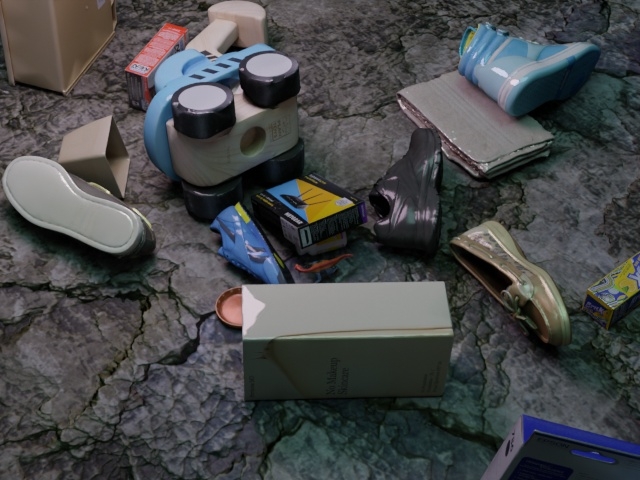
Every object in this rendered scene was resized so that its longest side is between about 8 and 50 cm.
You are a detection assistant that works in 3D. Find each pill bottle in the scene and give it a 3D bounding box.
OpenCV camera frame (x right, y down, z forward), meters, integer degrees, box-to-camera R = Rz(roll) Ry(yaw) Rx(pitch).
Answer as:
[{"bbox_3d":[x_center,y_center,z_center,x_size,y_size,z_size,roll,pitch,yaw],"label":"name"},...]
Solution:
[{"bbox_3d":[0.000,0.000,1.934,0.083,0.043,0.043,-15,49,-17],"label":"pill bottle"}]

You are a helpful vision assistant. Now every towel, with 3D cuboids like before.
[{"bbox_3d":[0.295,-0.227,2.164,0.187,0.049,0.282,-21,50,-23],"label":"towel"}]

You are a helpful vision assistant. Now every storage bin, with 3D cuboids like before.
[{"bbox_3d":[-0.505,-0.465,2.203,0.123,0.262,0.260,16,48,11],"label":"storage bin"}]

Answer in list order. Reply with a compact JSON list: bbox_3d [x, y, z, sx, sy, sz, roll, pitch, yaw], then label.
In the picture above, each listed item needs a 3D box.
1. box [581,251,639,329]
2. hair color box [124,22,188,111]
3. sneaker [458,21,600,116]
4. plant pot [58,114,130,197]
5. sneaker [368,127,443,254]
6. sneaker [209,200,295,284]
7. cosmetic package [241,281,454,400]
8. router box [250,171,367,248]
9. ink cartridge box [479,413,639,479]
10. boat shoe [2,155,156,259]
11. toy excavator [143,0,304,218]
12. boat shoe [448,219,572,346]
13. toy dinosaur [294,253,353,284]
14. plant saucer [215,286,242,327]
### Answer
[{"bbox_3d":[0.513,0.075,1.881,0.169,0.054,0.059,-30,55,-28],"label":"box"},{"bbox_3d":[-0.314,-0.336,2.206,0.053,0.093,0.167,19,49,15],"label":"hair color box"},{"bbox_3d":[0.396,-0.363,2.209,0.208,0.127,0.319,40,39,26],"label":"sneaker"},{"bbox_3d":[-0.405,-0.142,2.015,0.096,0.109,0.109,-8,46,7],"label":"plant pot"},{"bbox_3d":[0.152,-0.099,1.999,0.130,0.109,0.286,2,44,7],"label":"sneaker"},{"bbox_3d":[-0.115,0.030,1.896,0.082,0.069,0.209,-37,60,2],"label":"sneaker"},{"bbox_3d":[0.035,0.152,1.713,0.309,0.160,0.113,-2,47,-3],"label":"cosmetic package"},{"bbox_3d":[-0.022,-0.054,1.942,0.133,0.046,0.179,-22,29,-23],"label":"router box"},{"bbox_3d":[0.301,0.311,1.440,0.165,0.333,0.065,15,53,-1],"label":"ink cartridge box"},{"bbox_3d":[-0.413,-0.052,1.933,0.305,0.091,0.109,27,88,24],"label":"boat shoe"},{"bbox_3d":[-0.189,-0.295,2.114,0.433,0.222,0.445,-29,46,-29],"label":"toy excavator"},{"bbox_3d":[0.310,0.078,1.845,0.089,0.105,0.285,-19,40,-14],"label":"boat shoe"},{"bbox_3d":[-0.004,0.040,1.878,0.047,0.090,0.082,49,16,23],"label":"toy dinosaur"},{"bbox_3d":[-0.129,0.110,1.844,0.083,0.013,0.083,1,46,-1],"label":"plant saucer"}]
